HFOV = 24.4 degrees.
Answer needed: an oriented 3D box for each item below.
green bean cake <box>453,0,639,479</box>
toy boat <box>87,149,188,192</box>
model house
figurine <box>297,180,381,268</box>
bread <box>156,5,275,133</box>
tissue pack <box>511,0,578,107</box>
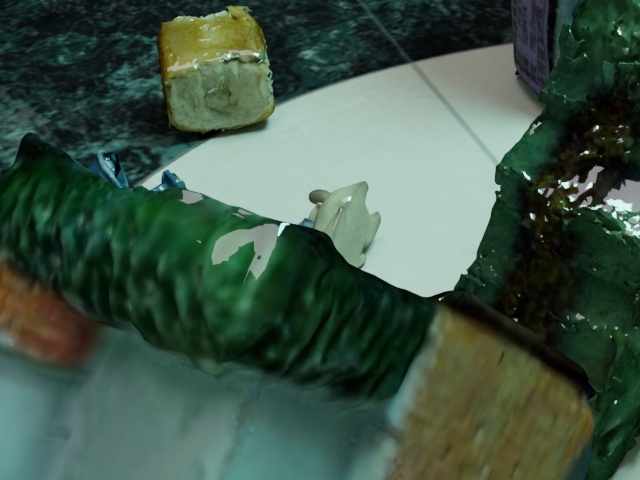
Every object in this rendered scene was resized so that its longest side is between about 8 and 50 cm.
[{"bbox_3d":[0.138,0.006,0.719,0.107,0.193,0.208,31,76,30],"label":"green bean cake"},{"bbox_3d":[-0.109,-0.017,0.933,0.061,0.060,0.137,-36,37,-4],"label":"toy boat"},{"bbox_3d":[-0.044,0.135,0.579,0.184,0.253,0.291,7,73,38],"label":"model house"},{"bbox_3d":[0.000,0.000,0.915,0.051,0.047,0.083,0,40,35],"label":"figurine"},{"bbox_3d":[-0.076,-0.117,1.064,0.083,0.076,0.070,-9,47,-4],"label":"bread"},{"bbox_3d":[0.249,-0.282,0.995,0.259,0.361,0.122,-16,36,-15],"label":"tissue pack"}]
